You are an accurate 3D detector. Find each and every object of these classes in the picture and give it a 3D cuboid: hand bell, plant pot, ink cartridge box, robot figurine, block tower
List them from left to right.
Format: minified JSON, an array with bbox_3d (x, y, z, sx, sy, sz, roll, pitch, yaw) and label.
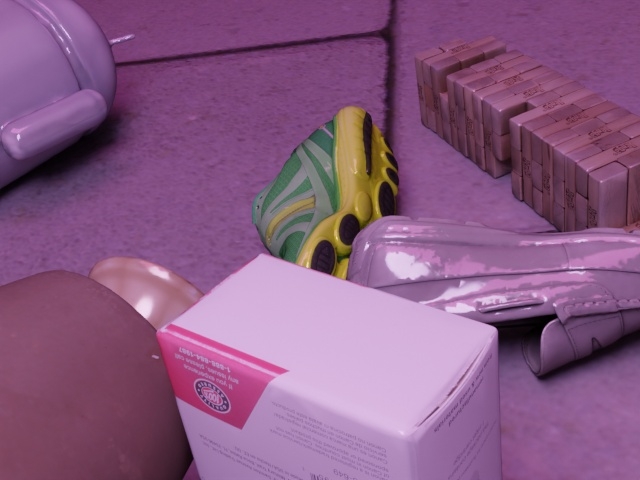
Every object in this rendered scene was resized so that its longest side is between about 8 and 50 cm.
[{"bbox_3d":[-0.194,0.137,0.482,0.263,0.263,0.229,15,40,32],"label":"plant pot"},{"bbox_3d":[-0.388,-0.174,1.041,0.300,0.200,0.353,27,50,28],"label":"robot figurine"},{"bbox_3d":[-0.175,0.140,0.641,0.126,0.126,0.242,6,47,24],"label":"hand bell"},{"bbox_3d":[0.015,0.133,0.492,0.158,0.218,0.092,17,39,33],"label":"ink cartridge box"},{"bbox_3d":[0.213,-0.105,0.864,0.091,0.097,0.335,-23,38,-13],"label":"block tower"}]

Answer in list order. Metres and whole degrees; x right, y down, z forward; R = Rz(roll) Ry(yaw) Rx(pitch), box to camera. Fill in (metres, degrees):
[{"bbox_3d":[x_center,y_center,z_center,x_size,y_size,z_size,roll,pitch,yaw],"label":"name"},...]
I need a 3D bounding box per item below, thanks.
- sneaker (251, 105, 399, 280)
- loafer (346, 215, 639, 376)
[{"bbox_3d":[0.000,0.000,0.799,0.123,0.109,0.295,-25,32,31],"label":"sneaker"},{"bbox_3d":[0.179,0.049,0.673,0.319,0.112,0.111,3,78,8],"label":"loafer"}]
